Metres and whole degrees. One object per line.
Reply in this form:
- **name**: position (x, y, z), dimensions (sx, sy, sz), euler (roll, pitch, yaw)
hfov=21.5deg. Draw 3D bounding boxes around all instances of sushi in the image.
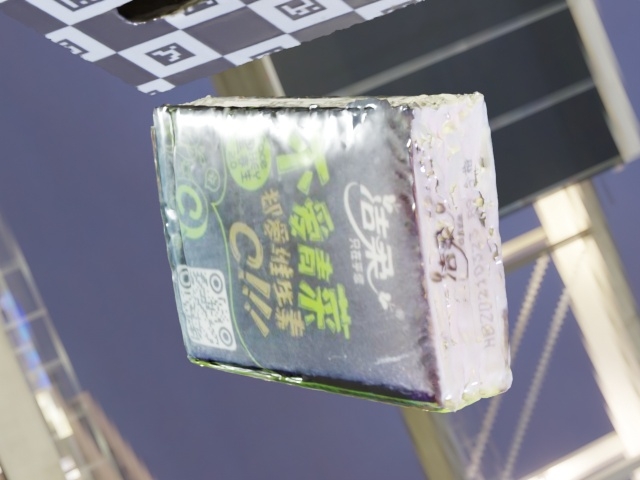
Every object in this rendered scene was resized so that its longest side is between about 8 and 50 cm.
- **sushi**: position (-0.078, -0.238, 1.233), dimensions (0.343, 0.359, 0.064), euler (27, 52, -57)

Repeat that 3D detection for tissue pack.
- **tissue pack**: position (0.000, 0.000, 0.979), dimensions (0.235, 0.073, 0.173), euler (4, -75, 48)
